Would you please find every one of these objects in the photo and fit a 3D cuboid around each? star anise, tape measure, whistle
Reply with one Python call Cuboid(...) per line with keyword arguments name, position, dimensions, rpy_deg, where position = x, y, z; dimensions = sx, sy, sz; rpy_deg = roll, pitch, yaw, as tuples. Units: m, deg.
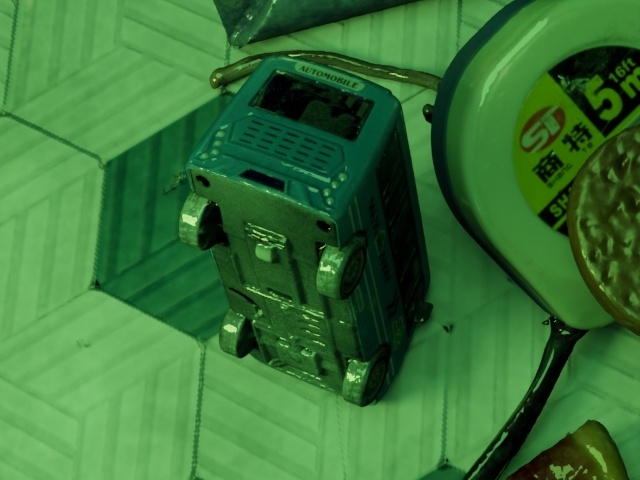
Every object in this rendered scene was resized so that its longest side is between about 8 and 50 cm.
Cuboid(name="star anise", position=(0.062, -0.084, 1.411), dimensions=(0.227, 0.218, 0.148), rpy_deg=(25, 110, 61))
Cuboid(name="tape measure", position=(0.137, -0.012, 1.288), dimensions=(0.351, 0.098, 0.215), rpy_deg=(-46, 106, -4))
Cuboid(name="whistle", position=(0.071, -0.205, 1.432), dimensions=(0.304, 0.062, 0.062), rpy_deg=(-14, 66, 8))

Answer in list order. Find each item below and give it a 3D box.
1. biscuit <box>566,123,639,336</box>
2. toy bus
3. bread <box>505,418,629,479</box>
Cuboid(name="biscuit", position=(0.349, 0.062, 1.216), dimensions=(0.432, 0.064, 0.283), rpy_deg=(27, 76, 6))
Cuboid(name="toy bus", position=(0.000, 0.000, 1.271), dimensions=(0.113, 0.246, 0.134), rpy_deg=(20, 63, 20))
Cuboid(name="bread", position=(0.153, 0.178, 1.264), dimensions=(0.154, 0.054, 0.136), rpy_deg=(20, 76, 14))
